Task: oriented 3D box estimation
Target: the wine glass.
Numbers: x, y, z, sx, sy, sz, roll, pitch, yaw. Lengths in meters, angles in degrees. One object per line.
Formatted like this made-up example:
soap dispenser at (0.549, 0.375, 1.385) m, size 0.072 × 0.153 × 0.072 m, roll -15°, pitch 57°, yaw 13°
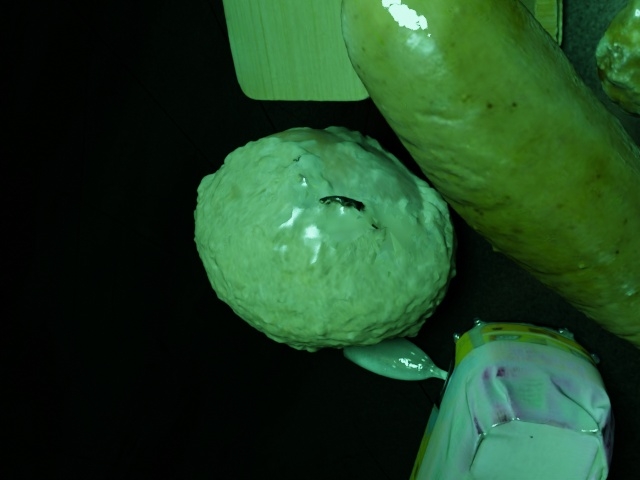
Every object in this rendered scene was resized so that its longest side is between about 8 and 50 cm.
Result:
wine glass at (0.116, 0.153, 0.819) m, size 0.198 × 0.066 × 0.066 m, roll 15°, pitch 108°, yaw 37°

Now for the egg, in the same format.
egg at (0.000, 0.000, 0.762) m, size 0.310 × 0.279 × 0.279 m, roll 27°, pitch 116°, yaw 14°

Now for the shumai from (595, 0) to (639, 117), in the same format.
shumai at (0.306, -0.125, 0.434) m, size 0.209 × 0.161 × 0.153 m, roll -25°, pitch 75°, yaw 9°

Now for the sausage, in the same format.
sausage at (0.201, -0.025, 0.493) m, size 0.136 × 0.500 × 0.123 m, roll -47°, pitch 24°, yaw 23°

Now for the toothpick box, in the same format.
toothpick box at (0.071, -0.233, 0.593) m, size 0.190 × 0.308 × 0.188 m, roll 12°, pitch 119°, yaw 39°

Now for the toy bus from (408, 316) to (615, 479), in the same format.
toy bus at (0.182, 0.281, 0.688) m, size 0.171 × 0.162 × 0.387 m, roll 12°, pitch 110°, yaw -1°
